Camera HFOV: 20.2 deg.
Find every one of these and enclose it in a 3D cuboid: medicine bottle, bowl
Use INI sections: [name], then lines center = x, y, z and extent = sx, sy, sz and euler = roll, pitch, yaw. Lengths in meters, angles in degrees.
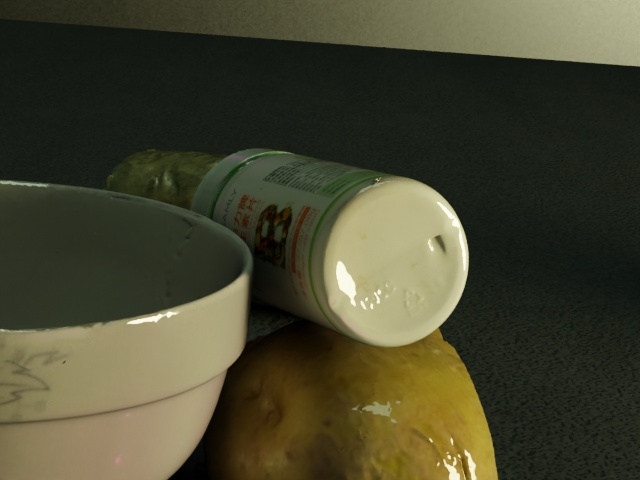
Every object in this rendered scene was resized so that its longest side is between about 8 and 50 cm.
[medicine bottle]
center = 0.000, 0.000, 0.956
extent = 0.086, 0.086, 0.183
euler = -2, 8, -24
[bowl]
center = -0.179, 0.067, 0.905
extent = 0.287, 0.144, 0.287
euler = 5, 14, -1

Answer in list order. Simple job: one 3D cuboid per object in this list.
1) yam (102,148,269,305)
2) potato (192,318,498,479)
[yam]
center = -0.058, -0.009, 1.324
extent = 0.194, 0.107, 0.107
euler = 10, 15, 24
[potato]
center = 0.000, 0.088, 0.985
extent = 0.138, 0.098, 0.243
euler = -2, 14, -18
